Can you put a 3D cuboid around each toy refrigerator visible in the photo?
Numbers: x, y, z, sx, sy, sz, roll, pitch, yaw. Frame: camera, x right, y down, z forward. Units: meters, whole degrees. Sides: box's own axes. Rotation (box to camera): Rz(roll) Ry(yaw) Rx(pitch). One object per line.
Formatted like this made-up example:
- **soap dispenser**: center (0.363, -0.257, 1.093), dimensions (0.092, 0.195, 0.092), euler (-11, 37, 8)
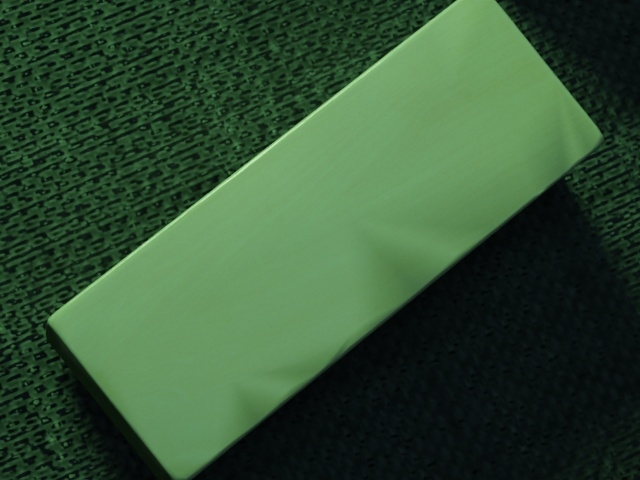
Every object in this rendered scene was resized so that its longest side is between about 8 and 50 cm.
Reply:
- **toy refrigerator**: center (0.000, 0.000, 0.920), dimensions (0.269, 0.094, 0.102), euler (-39, 89, -12)
